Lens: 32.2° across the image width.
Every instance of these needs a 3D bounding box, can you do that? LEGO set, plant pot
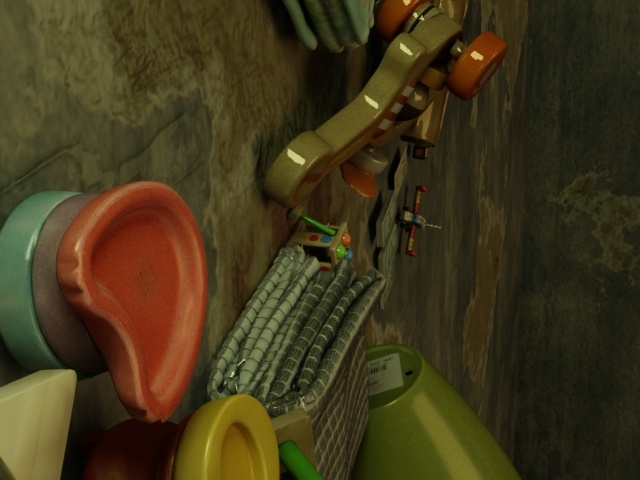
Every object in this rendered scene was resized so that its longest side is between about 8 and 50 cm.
[{"bbox_3d":[0.139,-0.036,1.699,0.244,0.060,0.182,-67,159,-44],"label":"LEGO set"},{"bbox_3d":[0.114,0.290,1.459,0.294,0.274,0.275,66,30,-27],"label":"plant pot"}]

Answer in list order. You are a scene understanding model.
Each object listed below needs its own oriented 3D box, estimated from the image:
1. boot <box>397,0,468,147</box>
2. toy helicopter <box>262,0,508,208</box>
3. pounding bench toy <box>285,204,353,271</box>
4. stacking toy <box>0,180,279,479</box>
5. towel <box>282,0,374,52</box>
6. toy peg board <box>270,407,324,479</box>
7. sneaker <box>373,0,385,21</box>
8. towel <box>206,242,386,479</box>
[{"bbox_3d":[0.154,-0.264,1.536,0.236,0.089,0.270,2,99,-77],"label":"boot"},{"bbox_3d":[0.046,-0.131,1.257,0.355,0.140,0.235,-41,166,-42],"label":"toy helicopter"},{"bbox_3d":[0.000,0.000,1.253,0.052,0.065,0.083,-64,153,-47],"label":"pounding bench toy"},{"bbox_3d":[-0.160,0.132,0.729,0.279,0.130,0.309,-56,136,-55],"label":"stacking toy"},{"bbox_3d":[-0.002,-0.408,1.088,0.374,0.090,0.321,62,35,-61],"label":"towel"},{"bbox_3d":[-0.060,0.258,0.984,0.160,0.079,0.161,-21,125,-22],"label":"toy peg board"},{"bbox_3d":[0.085,-0.325,1.377,0.130,0.087,0.228,66,29,-47],"label":"sneaker"},{"bbox_3d":[-0.016,0.174,1.172,0.284,0.121,0.235,-60,151,-53],"label":"towel"}]
